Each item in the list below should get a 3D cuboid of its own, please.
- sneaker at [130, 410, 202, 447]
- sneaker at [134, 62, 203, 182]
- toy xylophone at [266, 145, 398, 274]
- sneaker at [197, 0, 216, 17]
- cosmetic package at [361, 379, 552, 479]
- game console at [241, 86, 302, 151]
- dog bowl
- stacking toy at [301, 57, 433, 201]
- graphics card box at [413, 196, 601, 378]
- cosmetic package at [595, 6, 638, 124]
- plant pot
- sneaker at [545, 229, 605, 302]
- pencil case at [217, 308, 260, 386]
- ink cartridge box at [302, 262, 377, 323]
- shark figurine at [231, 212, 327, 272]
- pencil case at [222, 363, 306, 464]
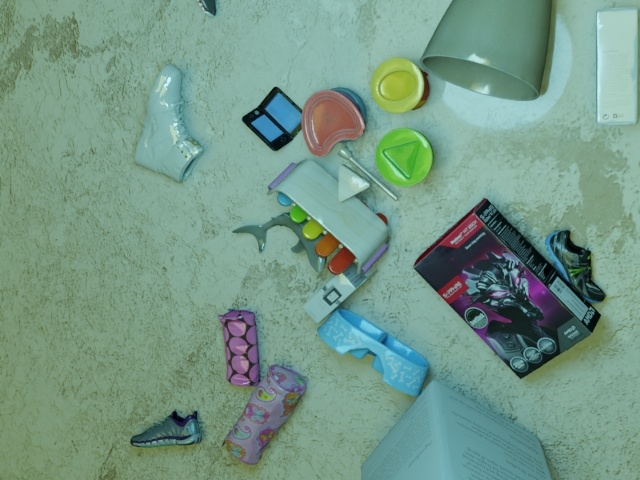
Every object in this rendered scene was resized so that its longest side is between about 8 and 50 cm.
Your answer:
[{"bbox_3d":[-0.444,0.541,2.211,0.224,0.083,0.098,-8,79,17],"label":"sneaker"},{"bbox_3d":[-0.360,-0.291,1.963,0.169,0.108,0.292,27,120,10],"label":"sneaker"},{"bbox_3d":[0.044,-0.080,1.835,0.322,0.236,0.081,49,156,8],"label":"toy xylophone"},{"bbox_3d":[-0.272,-0.626,1.872,0.065,0.061,0.157,-11,99,15],"label":"sneaker"},{"bbox_3d":[0.307,0.600,1.728,0.330,0.393,0.327,31,112,-9],"label":"cosmetic package"},{"bbox_3d":[-0.111,-0.298,1.886,0.122,0.107,0.071,44,141,6],"label":"game console"},{"bbox_3d":[0.135,0.266,1.886,0.297,0.166,0.074,31,100,11],"label":"dog bowl"},{"bbox_3d":[0.131,-0.252,1.776,0.309,0.130,0.279,-15,96,25],"label":"stacking toy"},{"bbox_3d":[0.416,0.113,1.750,0.371,0.094,0.233,46,130,3],"label":"graphics card box"},{"bbox_3d":[0.611,-0.359,1.587,0.086,0.117,0.230,1,104,19],"label":"cosmetic package"},{"bbox_3d":[0.372,-0.464,1.599,0.257,0.256,0.273,19,91,15],"label":"plant pot"},{"bbox_3d":[0.580,0.059,1.722,0.078,0.067,0.188,-35,86,29],"label":"sneaker"},{"bbox_3d":[-0.216,0.289,2.051,0.098,0.095,0.209,-7,100,-15],"label":"pencil case"},{"bbox_3d":[0.049,0.118,1.907,0.060,0.104,0.180,48,112,5],"label":"ink cartridge box"},{"bbox_3d":[-0.082,-0.038,1.901,0.278,0.116,0.166,18,81,40],"label":"shark figurine"},{"bbox_3d":[-0.151,0.465,2.056,0.124,0.124,0.284,35,112,9],"label":"pencil case"}]
